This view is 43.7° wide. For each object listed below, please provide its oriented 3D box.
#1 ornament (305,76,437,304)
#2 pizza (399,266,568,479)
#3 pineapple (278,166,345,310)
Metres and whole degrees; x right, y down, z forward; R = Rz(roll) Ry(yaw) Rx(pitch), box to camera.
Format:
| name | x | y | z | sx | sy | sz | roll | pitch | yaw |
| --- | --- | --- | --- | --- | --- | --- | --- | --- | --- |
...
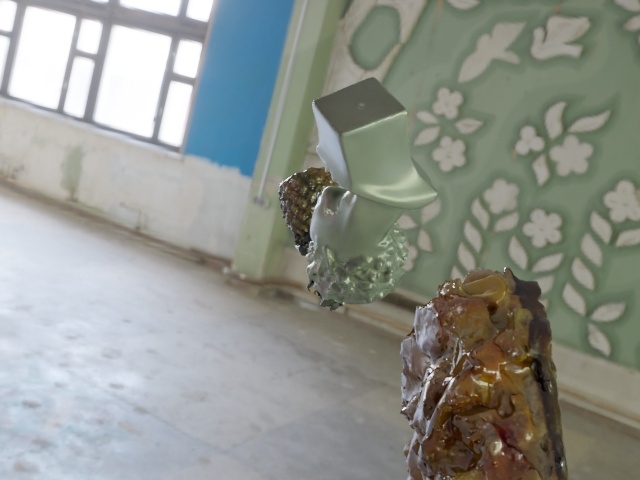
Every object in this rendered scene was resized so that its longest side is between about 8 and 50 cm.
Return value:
| name | x | y | z | sx | sy | sz | roll | pitch | yaw |
| --- | --- | --- | --- | --- | --- | --- | --- | --- | --- |
| ornament | 0.051 | -0.038 | 0.847 | 0.120 | 0.285 | 0.130 | -12 | 56 | -16 |
| pizza | 0.127 | 0.165 | 0.663 | 0.114 | 0.278 | 0.409 | 0 | 12 | -1 |
| pineapple | 0.000 | 0.000 | 1.415 | 0.125 | 0.251 | 0.125 | -14 | -9 | -2 |
